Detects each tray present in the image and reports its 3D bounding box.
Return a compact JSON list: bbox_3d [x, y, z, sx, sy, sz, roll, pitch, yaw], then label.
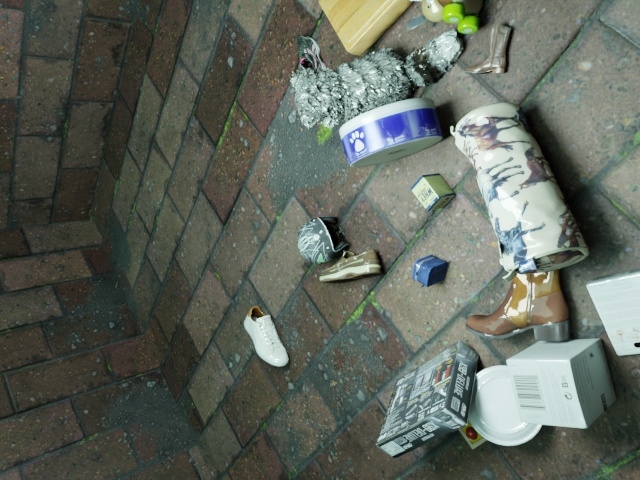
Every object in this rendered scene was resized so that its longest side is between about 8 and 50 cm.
[{"bbox_3d":[0.185,-0.730,1.392,0.411,0.076,0.203,-38,70,35],"label":"tray"}]

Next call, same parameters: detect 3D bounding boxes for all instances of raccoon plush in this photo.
[{"bbox_3d":[0.119,-0.463,1.395,0.446,0.299,0.216,-40,69,44],"label":"raccoon plush"}]

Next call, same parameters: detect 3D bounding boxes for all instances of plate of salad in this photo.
[{"bbox_3d":[0.480,0.429,1.334,0.200,0.048,0.200,-9,68,24],"label":"plate of salad"}]

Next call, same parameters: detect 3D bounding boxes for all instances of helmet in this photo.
[{"bbox_3d":[0.000,0.000,1.725,0.169,0.161,0.169,13,107,45],"label":"helmet"}]

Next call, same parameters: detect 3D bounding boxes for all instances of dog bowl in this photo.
[{"bbox_3d":[0.190,-0.286,1.381,0.265,0.265,0.104,-18,87,48],"label":"dog bowl"}]

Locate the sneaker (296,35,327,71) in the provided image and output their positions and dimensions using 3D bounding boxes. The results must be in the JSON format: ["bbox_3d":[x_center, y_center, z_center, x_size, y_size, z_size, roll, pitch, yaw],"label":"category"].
[{"bbox_3d":[-0.041,-0.613,1.703,0.072,0.077,0.178,-46,64,41],"label":"sneaker"}]

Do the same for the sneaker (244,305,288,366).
[{"bbox_3d":[-0.223,0.386,2.092,0.290,0.106,0.123,44,130,34],"label":"sneaker"}]

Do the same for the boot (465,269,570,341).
[{"bbox_3d":[0.476,0.105,1.279,0.264,0.096,0.280,-6,93,48],"label":"boot"}]

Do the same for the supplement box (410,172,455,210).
[{"bbox_3d":[0.312,-0.135,1.414,0.083,0.083,0.056,57,135,21],"label":"supplement box"}]

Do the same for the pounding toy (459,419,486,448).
[{"bbox_3d":[0.416,0.492,1.421,0.141,0.100,0.130,54,132,24],"label":"pounding toy"}]

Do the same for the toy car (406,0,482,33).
[{"bbox_3d":[0.294,-0.601,1.277,0.188,0.149,0.155,5,91,42],"label":"toy car"}]

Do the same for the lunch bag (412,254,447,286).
[{"bbox_3d":[0.305,0.086,1.457,0.065,0.098,0.067,30,125,43],"label":"lunch bag"}]

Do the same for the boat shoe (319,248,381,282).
[{"bbox_3d":[0.097,0.083,1.704,0.257,0.095,0.095,-15,73,42],"label":"boat shoe"}]

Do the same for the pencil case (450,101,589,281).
[{"bbox_3d":[0.443,-0.119,1.179,0.183,0.160,0.410,-22,70,17],"label":"pencil case"}]

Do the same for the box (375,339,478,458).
[{"bbox_3d":[0.299,0.449,1.438,0.076,0.242,0.307,38,131,-4],"label":"box"}]

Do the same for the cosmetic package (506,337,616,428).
[{"bbox_3d":[0.553,0.321,1.172,0.151,0.184,0.151,-16,86,49],"label":"cosmetic package"}]

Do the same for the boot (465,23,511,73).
[{"bbox_3d":[0.414,-0.473,1.265,0.106,0.037,0.114,10,109,32],"label":"boot"}]

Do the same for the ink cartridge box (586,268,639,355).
[{"bbox_3d":[0.689,0.154,1.108,0.145,0.045,0.179,-23,94,47],"label":"ink cartridge box"}]
